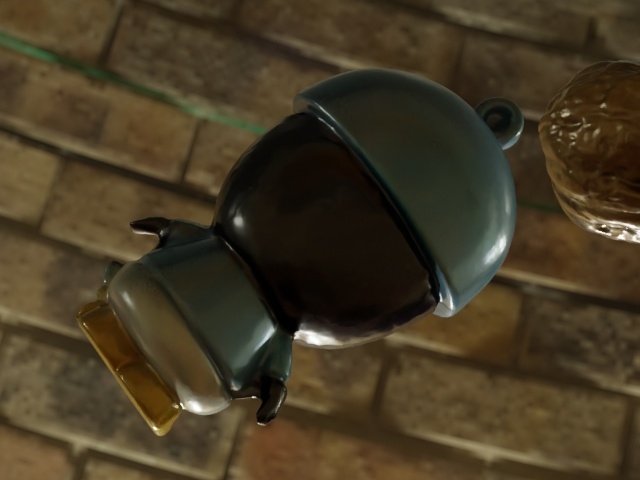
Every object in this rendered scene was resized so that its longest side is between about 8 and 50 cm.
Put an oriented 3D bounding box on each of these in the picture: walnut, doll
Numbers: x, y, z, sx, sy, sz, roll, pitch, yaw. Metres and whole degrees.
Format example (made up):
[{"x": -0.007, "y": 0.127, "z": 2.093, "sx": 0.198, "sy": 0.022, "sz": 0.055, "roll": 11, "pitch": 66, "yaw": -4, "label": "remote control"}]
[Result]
[{"x": 0.270, "y": -0.069, "z": 1.522, "sx": 0.184, "sy": 0.155, "sz": 0.155, "roll": 11, "pitch": 160, "yaw": 32, "label": "walnut"}, {"x": 0.000, "y": 0.000, "z": 1.214, "sx": 0.177, "sy": 0.314, "sz": 0.141, "roll": 54, "pitch": 170, "yaw": 19, "label": "doll"}]
